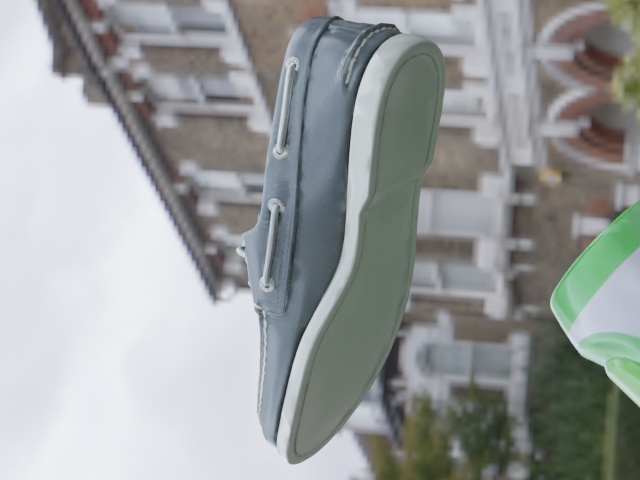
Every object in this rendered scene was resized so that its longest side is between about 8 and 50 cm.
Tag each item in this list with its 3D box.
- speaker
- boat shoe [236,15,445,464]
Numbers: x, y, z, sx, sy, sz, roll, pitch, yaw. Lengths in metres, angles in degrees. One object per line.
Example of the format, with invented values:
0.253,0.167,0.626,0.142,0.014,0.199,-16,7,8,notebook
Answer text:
0.282,0.105,1.005,0.131,0.296,0.131,-40,-17,-15,speaker
0.000,0.000,1.118,0.116,0.099,0.319,-21,-49,-52,boat shoe
